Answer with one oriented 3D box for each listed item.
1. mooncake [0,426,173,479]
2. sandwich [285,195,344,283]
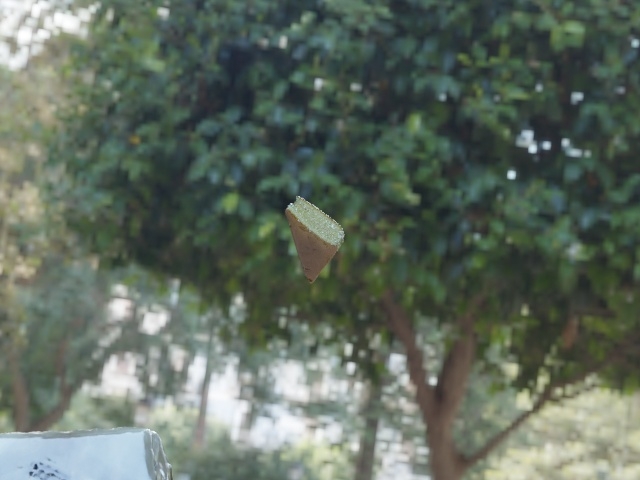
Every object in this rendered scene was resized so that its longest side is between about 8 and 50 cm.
[{"bbox_3d":[-0.301,0.357,1.826,0.254,0.250,0.136,-3,-35,-8],"label":"mooncake"},{"bbox_3d":[0.000,0.000,1.359,0.044,0.031,0.083,3,-49,27],"label":"sandwich"}]
